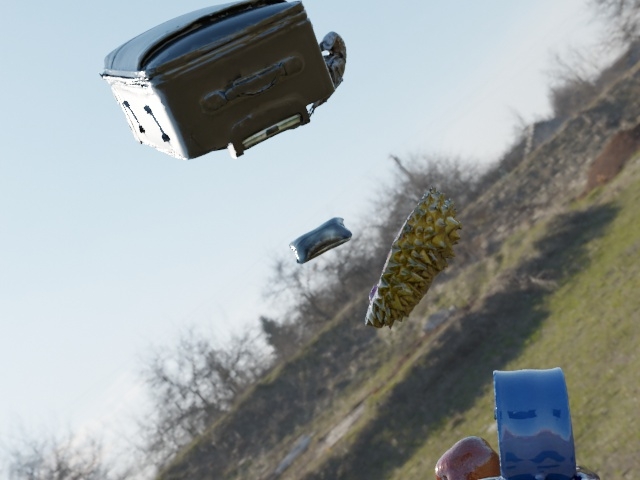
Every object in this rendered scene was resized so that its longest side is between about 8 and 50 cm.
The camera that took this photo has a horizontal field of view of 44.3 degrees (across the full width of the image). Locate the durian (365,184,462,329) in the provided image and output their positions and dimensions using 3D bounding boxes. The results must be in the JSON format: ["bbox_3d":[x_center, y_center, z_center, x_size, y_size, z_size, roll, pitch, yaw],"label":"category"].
[{"bbox_3d":[0.195,0.028,1.508,0.341,0.112,0.191,-52,-12,-40],"label":"durian"}]

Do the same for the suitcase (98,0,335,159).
[{"bbox_3d":[-0.170,-0.258,1.230,0.283,0.194,0.434,-28,23,-16],"label":"suitcase"}]

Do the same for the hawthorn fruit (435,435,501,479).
[{"bbox_3d":[0.314,0.490,1.654,0.138,0.132,0.133,-16,-15,-12],"label":"hawthorn fruit"}]

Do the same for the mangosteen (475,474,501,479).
[{"bbox_3d":[0.302,0.517,1.241,0.311,0.311,0.311,-42,-8,-7],"label":"mangosteen"}]

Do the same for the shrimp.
[{"bbox_3d":[0.005,-0.280,1.348,0.057,0.065,0.165,3,65,47],"label":"shrimp"}]

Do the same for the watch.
[{"bbox_3d":[0.300,0.274,1.080,0.171,0.200,0.196,-6,-5,3],"label":"watch"}]

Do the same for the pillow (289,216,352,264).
[{"bbox_3d":[-0.001,-0.002,1.699,0.136,0.091,0.055,-25,-30,-3],"label":"pillow"}]
